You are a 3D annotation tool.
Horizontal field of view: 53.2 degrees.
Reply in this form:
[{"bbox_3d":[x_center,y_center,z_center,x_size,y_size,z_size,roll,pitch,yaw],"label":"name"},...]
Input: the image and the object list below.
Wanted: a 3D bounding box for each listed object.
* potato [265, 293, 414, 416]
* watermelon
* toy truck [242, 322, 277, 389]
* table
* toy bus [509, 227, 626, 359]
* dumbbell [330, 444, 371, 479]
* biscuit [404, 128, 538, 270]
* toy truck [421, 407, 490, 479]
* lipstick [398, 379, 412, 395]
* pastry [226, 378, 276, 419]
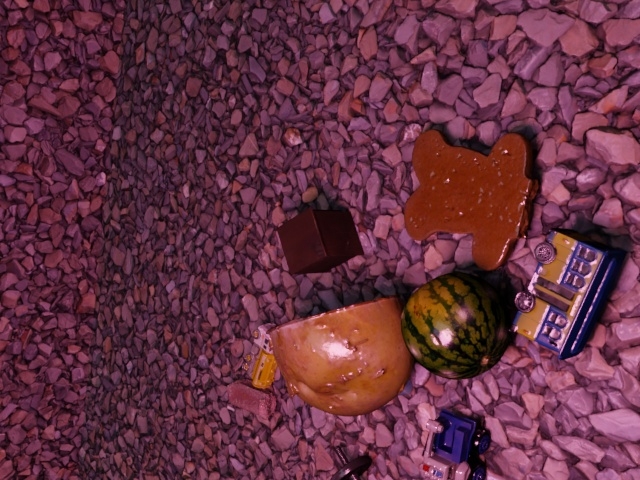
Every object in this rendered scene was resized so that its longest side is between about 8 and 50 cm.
[{"bbox_3d":[0.075,0.354,1.866,0.442,0.385,0.320,-32,71,53],"label":"potato"},{"bbox_3d":[0.353,0.224,1.677,0.285,0.285,0.285,0,90,42],"label":"watermelon"},{"bbox_3d":[-0.196,0.417,2.312,0.114,0.098,0.227,32,113,34],"label":"toy truck"},{"bbox_3d":[0.000,0.000,2.064,0.169,0.193,0.173,-30,70,39],"label":"table"},{"bbox_3d":[0.597,0.126,1.556,0.175,0.138,0.288,30,109,39],"label":"toy bus"},{"bbox_3d":[0.133,0.779,1.978,0.143,0.143,0.325,-54,57,29],"label":"dumbbell"},{"bbox_3d":[0.410,-0.118,1.775,0.394,0.076,0.368,13,99,45],"label":"biscuit"},{"bbox_3d":[0.352,0.583,1.755,0.161,0.177,0.213,12,98,41],"label":"toy truck"},{"bbox_3d":[0.207,0.459,1.974,0.158,0.048,0.048,-21,76,41],"label":"lipstick"},{"bbox_3d":[-0.242,0.581,2.350,0.265,0.112,0.103,15,104,53],"label":"pastry"}]
